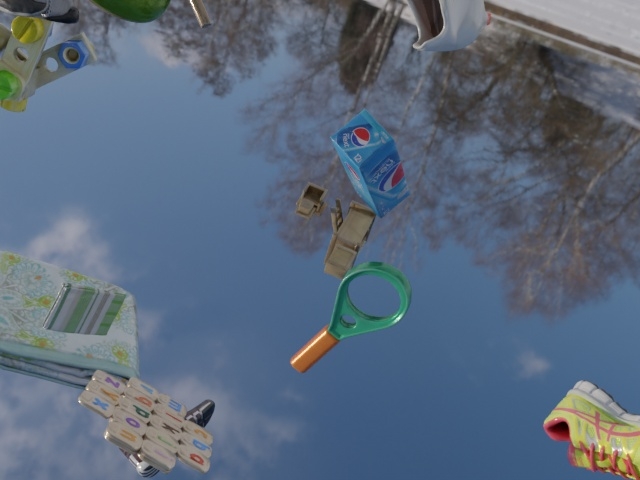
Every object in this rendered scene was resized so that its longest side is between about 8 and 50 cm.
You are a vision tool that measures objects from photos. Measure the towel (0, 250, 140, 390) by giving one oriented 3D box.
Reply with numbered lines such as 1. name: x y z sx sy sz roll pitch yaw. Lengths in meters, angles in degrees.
1. towel: -0.597 0.186 1.678 0.374 0.090 0.321 24 -150 -30

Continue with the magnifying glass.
1. magnifying glass: 0.033 0.110 0.966 0.092 0.231 0.026 39 -143 -7

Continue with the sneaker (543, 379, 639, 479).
1. sneaker: 0.344 0.248 0.853 0.094 0.082 0.208 -32 -162 -9

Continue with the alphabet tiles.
1. alphabet tiles: -0.336 0.353 1.412 0.278 0.021 0.284 32 -175 -10

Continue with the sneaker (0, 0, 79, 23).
1. sneaker: -0.239 -0.278 0.679 0.228 0.132 0.086 -23 -171 15

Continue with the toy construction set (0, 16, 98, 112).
1. toy construction set: -0.433 -0.159 0.818 0.215 0.328 0.151 38 -178 -17

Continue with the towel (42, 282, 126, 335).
1. towel: -0.499 0.147 1.531 0.152 0.113 0.023 18 -162 -50

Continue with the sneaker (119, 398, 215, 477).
1. sneaker: -0.430 0.498 1.977 0.162 0.106 0.281 34 -134 19

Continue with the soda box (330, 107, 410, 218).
1. soda box: 0.081 -0.111 1.105 0.071 0.067 0.210 50 179 22

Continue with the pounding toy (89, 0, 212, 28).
1. pounding toy: -0.222 -0.379 0.913 0.236 0.110 0.183 -15 -104 -56

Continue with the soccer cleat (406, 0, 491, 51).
1. soccer cleat: 0.097 -0.261 0.621 0.076 0.196 0.068 -23 -161 -25

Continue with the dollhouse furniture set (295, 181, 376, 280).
1. dollhouse furniture set: 0.000 0.000 1.427 0.160 0.101 0.182 24 -133 7
